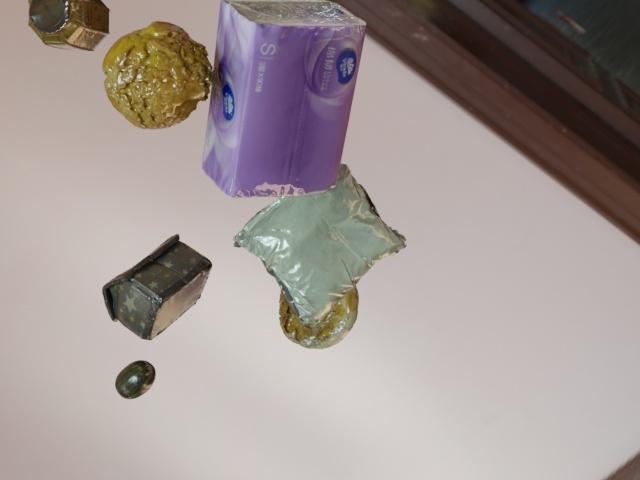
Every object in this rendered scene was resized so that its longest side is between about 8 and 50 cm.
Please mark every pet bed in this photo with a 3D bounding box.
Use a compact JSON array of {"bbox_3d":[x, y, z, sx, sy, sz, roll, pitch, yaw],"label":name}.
[{"bbox_3d":[-0.378,0.098,2.001,0.211,0.159,0.183,-44,-14,-43],"label":"pet bed"}]

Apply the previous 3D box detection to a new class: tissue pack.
[{"bbox_3d":[-0.068,-0.249,1.566,0.160,0.242,0.338,45,135,46],"label":"tissue pack"}]

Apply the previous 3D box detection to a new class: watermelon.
[{"bbox_3d":[-0.410,0.309,1.944,0.110,0.078,0.078,-39,12,30],"label":"watermelon"}]

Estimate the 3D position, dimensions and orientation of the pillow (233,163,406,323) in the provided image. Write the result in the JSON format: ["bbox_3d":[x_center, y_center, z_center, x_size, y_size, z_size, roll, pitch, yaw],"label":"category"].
[{"bbox_3d":[0.000,0.000,1.910,0.310,0.283,0.138,-43,7,-4],"label":"pillow"}]

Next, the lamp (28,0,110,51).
[{"bbox_3d":[-0.594,-0.529,2.071,0.161,0.161,0.185,-53,-10,10],"label":"lamp"}]

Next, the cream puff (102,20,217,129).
[{"bbox_3d":[-0.264,-0.271,1.468,0.189,0.189,0.129,-54,43,2],"label":"cream puff"}]

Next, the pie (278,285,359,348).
[{"bbox_3d":[-0.008,0.161,2.358,0.274,0.274,0.055,-53,-36,13],"label":"pie"}]
